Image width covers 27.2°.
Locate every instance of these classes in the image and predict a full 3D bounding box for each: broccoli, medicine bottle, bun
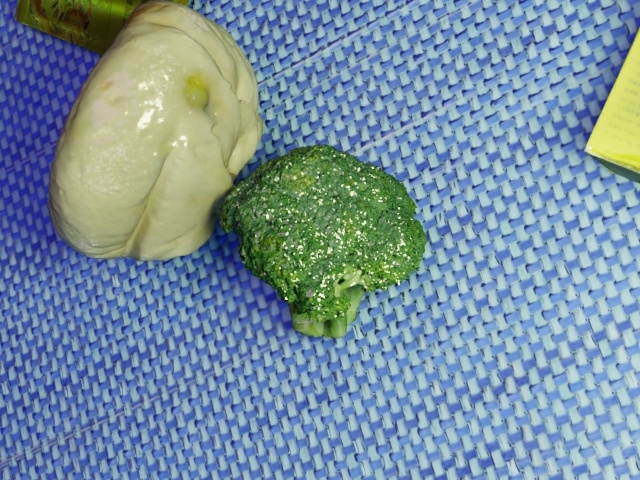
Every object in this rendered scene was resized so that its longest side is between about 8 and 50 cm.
[{"bbox_3d":[0.000,0.000,1.673,0.269,0.261,0.241,9,123,33],"label":"broccoli"},{"bbox_3d":[0.422,-0.176,1.508,0.141,0.137,0.250,25,93,30],"label":"medicine bottle"},{"bbox_3d":[-0.200,-0.129,1.733,0.219,0.365,0.365,22,90,6],"label":"bun"}]

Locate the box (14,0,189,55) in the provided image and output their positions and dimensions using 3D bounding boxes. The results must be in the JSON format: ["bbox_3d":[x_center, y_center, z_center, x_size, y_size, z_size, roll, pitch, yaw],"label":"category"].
[{"bbox_3d":[-0.328,-0.371,1.983,0.311,0.043,0.173,23,109,30],"label":"box"}]
